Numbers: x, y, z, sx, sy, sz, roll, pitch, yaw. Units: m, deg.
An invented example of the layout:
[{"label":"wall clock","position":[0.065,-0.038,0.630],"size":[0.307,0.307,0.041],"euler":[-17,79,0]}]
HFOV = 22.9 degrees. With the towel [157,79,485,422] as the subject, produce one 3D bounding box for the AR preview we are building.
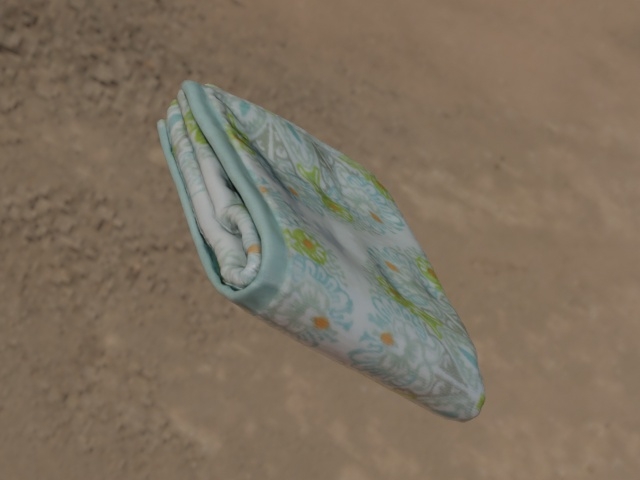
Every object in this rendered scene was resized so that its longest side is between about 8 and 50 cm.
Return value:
[{"label":"towel","position":[0.000,0.000,1.631],"size":[0.320,0.090,0.374],"euler":[28,23,-33]}]
